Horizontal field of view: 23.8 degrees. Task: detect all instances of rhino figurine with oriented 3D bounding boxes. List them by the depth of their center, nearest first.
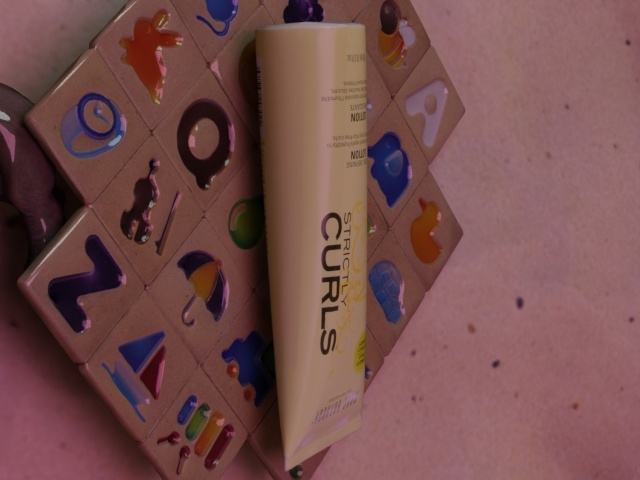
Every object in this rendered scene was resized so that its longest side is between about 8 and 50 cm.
[{"bbox_3d":[-0.218,0.000,0.716,0.243,0.073,0.106,-29,112,-38],"label":"rhino figurine"}]

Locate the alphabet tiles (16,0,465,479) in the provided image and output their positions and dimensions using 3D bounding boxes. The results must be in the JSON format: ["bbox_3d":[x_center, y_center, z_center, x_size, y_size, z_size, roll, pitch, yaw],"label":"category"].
[{"bbox_3d":[-0.025,-0.032,0.864,0.342,0.011,0.285,-55,128,-34],"label":"alphabet tiles"}]

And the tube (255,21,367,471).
[{"bbox_3d":[0.000,0.000,0.843,0.070,0.062,0.240,-4,98,-20],"label":"tube"}]
